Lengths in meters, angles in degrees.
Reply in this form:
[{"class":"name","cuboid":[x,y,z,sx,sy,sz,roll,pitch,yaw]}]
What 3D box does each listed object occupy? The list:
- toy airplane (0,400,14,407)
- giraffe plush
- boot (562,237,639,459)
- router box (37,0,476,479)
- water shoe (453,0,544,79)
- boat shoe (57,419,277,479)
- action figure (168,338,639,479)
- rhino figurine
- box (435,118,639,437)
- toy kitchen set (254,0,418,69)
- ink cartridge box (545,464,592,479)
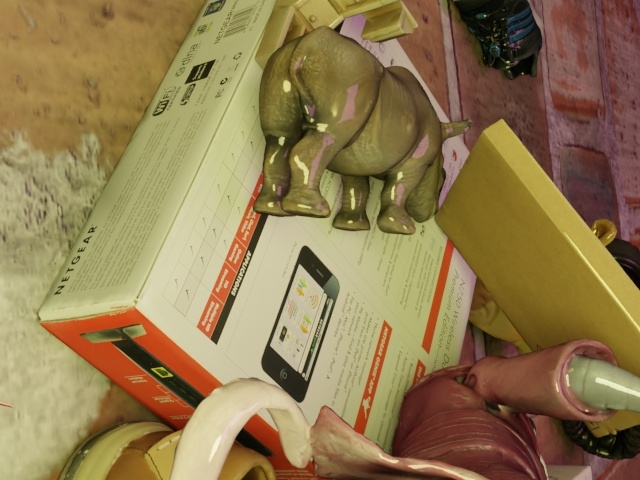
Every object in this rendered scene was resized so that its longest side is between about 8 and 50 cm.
[{"class":"toy airplane","cuboid":[-0.199,0.052,0.399,0.151,0.028,0.151,12,76,-56]},{"class":"giraffe plush","cuboid":[0.258,0.043,1.013,0.171,0.181,0.210,-74,150,-44]},{"class":"boot","cuboid":[0.430,0.192,1.267,0.348,0.131,0.260,43,42,-32]},{"class":"router box","cuboid":[0.000,0.000,0.654,0.301,0.082,0.336,50,45,-36]},{"class":"water shoe","cuboid":[0.212,-0.239,1.062,0.203,0.072,0.080,10,78,-56]},{"class":"boat shoe","cuboid":[-0.087,0.250,0.454,0.122,0.119,0.324,29,60,-52]},{"class":"action figure","cuboid":[0.068,0.163,0.520,0.370,0.275,0.248,-58,171,-72]},{"class":"rhino figurine","cuboid":[0.037,-0.058,0.571,0.243,0.073,0.106,9,88,-61]},{"class":"box","cuboid":[0.155,0.033,0.611,0.201,0.021,0.164,55,-13,13]},{"class":"toy kitchen set","cuboid":[0.020,-0.126,0.567,0.068,0.083,0.075,45,49,-38]},{"class":"ink cartridge box","cuboid":[0.243,0.325,1.012,0.198,0.067,0.115,-5,89,-58]}]
